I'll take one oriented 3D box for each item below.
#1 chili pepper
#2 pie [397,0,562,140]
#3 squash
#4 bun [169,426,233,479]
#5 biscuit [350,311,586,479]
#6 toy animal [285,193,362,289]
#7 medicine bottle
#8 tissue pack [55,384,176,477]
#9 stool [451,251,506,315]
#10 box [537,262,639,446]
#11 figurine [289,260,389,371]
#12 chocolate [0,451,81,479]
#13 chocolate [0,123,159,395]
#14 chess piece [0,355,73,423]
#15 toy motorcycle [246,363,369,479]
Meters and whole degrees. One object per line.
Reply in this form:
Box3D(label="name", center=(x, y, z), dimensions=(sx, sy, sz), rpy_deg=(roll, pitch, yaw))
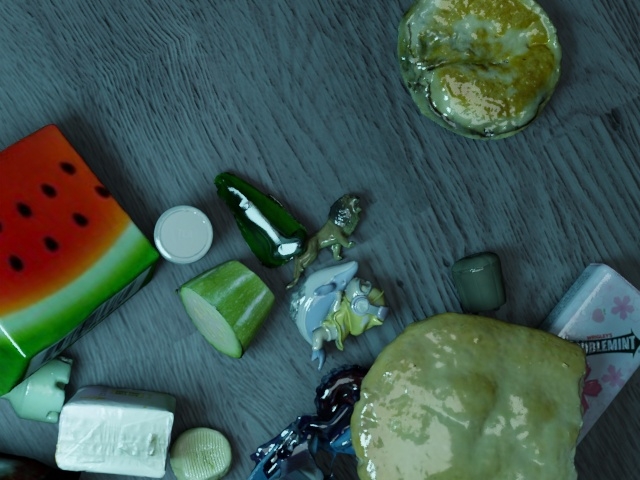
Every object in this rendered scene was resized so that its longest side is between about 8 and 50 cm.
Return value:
Box3D(label="chili pepper", center=(-0.119, -0.040, 1.806), dimensions=(0.108, 0.062, 0.216), rpy_deg=(-45, 88, 2))
Box3D(label="pie", center=(0.304, -0.356, 1.863), dimensions=(0.338, 0.077, 0.339), rpy_deg=(0, 85, -5))
Box3D(label="squash", center=(-0.167, 0.114, 1.754), dimensions=(0.170, 0.170, 0.123), rpy_deg=(45, 70, -4))
Box3D(label="bun", center=(-0.219, 0.397, 1.779), dimensions=(0.115, 0.069, 0.115), rpy_deg=(6, 69, -17))
Box3D(label="biscuit", center=(0.274, 0.333, 1.699), dimensions=(0.446, 0.104, 0.430), rpy_deg=(23, 81, -9))
Box3D(label="toy animal", center=(0.011, 0.013, 1.822), dimensions=(0.086, 0.069, 0.220), rpy_deg=(39, 80, 13))
Box3D(label="medicine bottle", center=(-0.243, -0.009, 1.736), dimensions=(0.105, 0.168, 0.105), rpy_deg=(0, 89, -8))
Box3D(label="tissue pack", center=(-0.349, 0.325, 1.685), dimensions=(0.184, 0.225, 0.124), rpy_deg=(9, 87, -7))
Box3D(label="stool", center=(0.302, 0.081, 1.841), dimensions=(0.096, 0.096, 0.110), rpy_deg=(-17, 97, -7))
Box3D(label="box", center=(0.479, 0.240, 1.850), dimensions=(0.190, 0.112, 0.370), rpy_deg=(39, 84, -4))
Box3D(label="figurine", center=(0.030, 0.136, 1.793), dimensions=(0.183, 0.128, 0.209), rpy_deg=(16, 95, -9))
Box3D(label="chocolate", center=(-0.623, 0.470, 1.586), dimensions=(0.331, 0.383, 0.384), rpy_deg=(32, 85, -4))
Box3D(label="chocolate", center=(-0.493, 0.017, 1.638), dimensions=(0.341, 0.161, 0.360), rpy_deg=(52, 54, -4))
Box3D(label="chess piece", center=(-0.592, 0.231, 1.690), dimensions=(0.298, 0.194, 0.195), rpy_deg=(16, 87, -16))
Box3D(label="toy motorcycle", center=(0.000, 0.431, 1.762), dimensions=(0.232, 0.172, 0.416), rpy_deg=(40, 84, -11))
